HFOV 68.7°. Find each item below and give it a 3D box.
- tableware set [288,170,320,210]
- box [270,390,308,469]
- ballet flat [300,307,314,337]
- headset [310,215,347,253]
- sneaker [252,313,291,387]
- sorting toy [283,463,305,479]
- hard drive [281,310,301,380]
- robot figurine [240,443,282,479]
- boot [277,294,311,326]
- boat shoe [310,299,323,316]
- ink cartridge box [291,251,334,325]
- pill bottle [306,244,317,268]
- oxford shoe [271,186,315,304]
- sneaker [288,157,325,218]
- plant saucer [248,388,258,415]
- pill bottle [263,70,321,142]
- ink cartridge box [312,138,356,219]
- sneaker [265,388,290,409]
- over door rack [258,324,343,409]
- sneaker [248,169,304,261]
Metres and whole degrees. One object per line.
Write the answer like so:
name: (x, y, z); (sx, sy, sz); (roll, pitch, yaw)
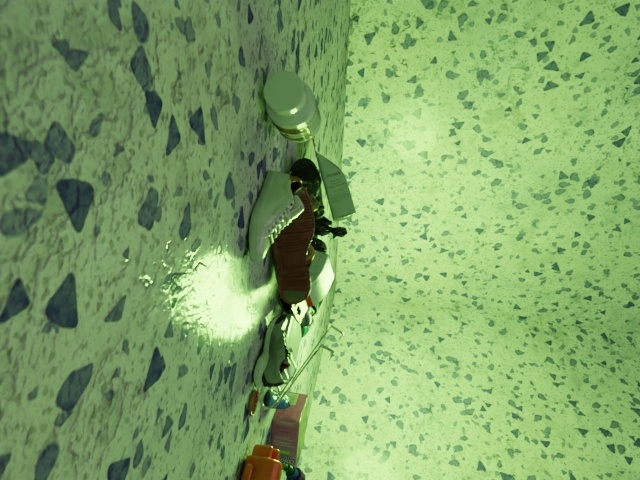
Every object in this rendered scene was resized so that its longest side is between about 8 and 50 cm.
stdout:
tableware set: (-0.066, -0.147, 1.516); (0.024, 0.154, 0.104); (-40, 175, -45)
box: (-0.135, 0.825, 2.040); (0.213, 0.118, 0.242); (-59, 154, -73)
ballet flat: (-0.069, 0.360, 2.144); (0.247, 0.087, 0.083); (89, -23, -45)
headset: (0.000, 0.000, 1.990); (0.394, 0.186, 0.243); (108, -8, -73)
sneaker: (-0.143, 0.369, 1.558); (0.100, 0.108, 0.271); (88, 11, -45)
sorting toy: (-0.117, 0.927, 1.589); (0.126, 0.127, 0.365); (60, 18, -28)
hard drive: (-0.128, 0.401, 1.942); (0.353, 0.047, 0.232); (88, 12, -50)
robot figurine: (-0.192, 0.770, 1.484); (0.158, 0.128, 0.219); (110, -6, -56)
boot: (-0.102, 0.264, 1.755); (0.189, 0.069, 0.086); (61, 27, -16)
boat shoe: (-0.043, 0.325, 2.351); (0.302, 0.091, 0.114); (-62, 158, -71)
ink cartridge box: (-0.022, 0.183, 1.703); (0.189, 0.066, 0.232); (76, 30, -59)
pill bottle: (-0.060, 0.109, 1.839); (0.245, 0.131, 0.130); (87, 12, -56)
oxford shoe: (-0.106, 0.003, 1.533); (0.146, 0.141, 0.396); (-133, -135, -66)
sneaker: (-0.057, -0.215, 1.690); (0.330, 0.123, 0.146); (81, 0, -63)
plant saucer: (-0.216, 0.519, 1.500); (0.083, 0.013, 0.083); (7, 90, -82)
pill bottle: (-0.075, -0.353, 1.245); (0.229, 0.131, 0.131); (33, 64, -82)
ink cartridge box: (0.044, -0.270, 1.835); (0.308, 0.091, 0.384); (-18, 94, -89)
sneaker: (-0.159, 0.608, 1.783); (0.209, 0.082, 0.069); (72, 28, -71)
over door rack: (-0.077, 0.432, 1.671); (0.324, 0.108, 0.239); (-44, 177, 13)
sneaker: (-0.114, -0.070, 1.272); (0.105, 0.123, 0.289); (89, 12, -60)
